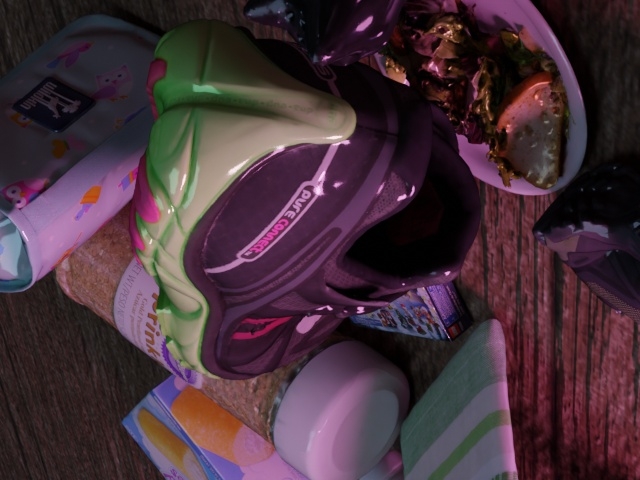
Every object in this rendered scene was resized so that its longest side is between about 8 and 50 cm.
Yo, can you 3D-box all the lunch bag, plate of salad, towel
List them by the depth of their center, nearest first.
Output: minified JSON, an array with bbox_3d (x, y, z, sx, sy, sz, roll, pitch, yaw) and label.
[{"bbox_3d":[0.090,-0.108,1.226,0.200,0.048,0.200,39,152,25],"label":"plate of salad"},{"bbox_3d":[0.121,0.256,1.452,0.248,0.038,0.325,118,150,-62],"label":"towel"},{"bbox_3d":[-0.229,-0.071,1.595,0.160,0.223,0.262,56,153,-14],"label":"lunch bag"}]

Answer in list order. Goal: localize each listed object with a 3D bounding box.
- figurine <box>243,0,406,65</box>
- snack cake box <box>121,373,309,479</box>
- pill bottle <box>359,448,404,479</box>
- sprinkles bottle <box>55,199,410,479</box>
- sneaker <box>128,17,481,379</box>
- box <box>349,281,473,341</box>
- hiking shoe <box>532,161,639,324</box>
[{"bbox_3d":[0.008,-0.183,1.075,0.215,0.209,0.092,27,145,42],"label":"figurine"},{"bbox_3d":[-0.074,0.244,1.905,0.264,0.089,0.152,51,154,3],"label":"snack cake box"},{"bbox_3d":[0.098,0.255,1.637,0.152,0.086,0.086,43,153,18],"label":"pill bottle"},{"bbox_3d":[-0.084,0.080,1.673,0.355,0.121,0.121,33,149,36],"label":"sprinkles bottle"},{"bbox_3d":[0.000,0.000,1.237,0.202,0.185,0.483,8,171,5],"label":"sneaker"},{"bbox_3d":[0.052,0.029,1.489,0.137,0.027,0.094,5,127,57],"label":"box"},{"bbox_3d":[0.231,0.013,1.132,0.114,0.086,0.227,48,164,-24],"label":"hiking shoe"}]
